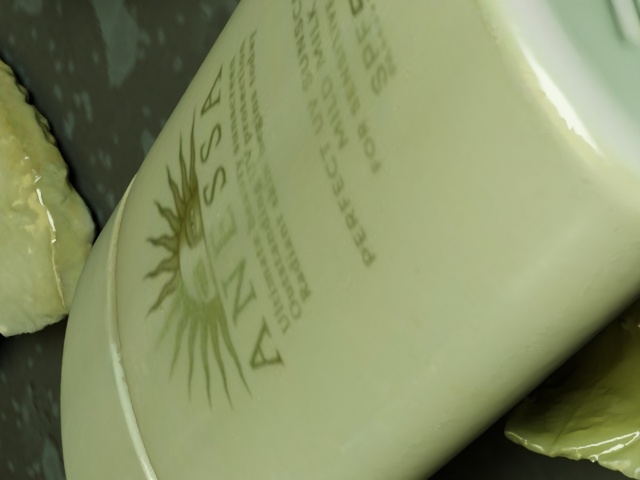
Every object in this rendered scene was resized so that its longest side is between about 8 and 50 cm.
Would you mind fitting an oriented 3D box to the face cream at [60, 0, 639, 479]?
[{"bbox_3d":[0.000,0.000,0.575,0.348,0.081,0.173,130,134,-53],"label":"face cream"}]

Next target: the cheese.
[{"bbox_3d":[0.081,0.030,0.551,0.060,0.041,0.084,-11,72,45],"label":"cheese"}]

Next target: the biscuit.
[{"bbox_3d":[-0.184,-0.014,0.861,0.265,0.040,0.188,20,114,46],"label":"biscuit"}]
